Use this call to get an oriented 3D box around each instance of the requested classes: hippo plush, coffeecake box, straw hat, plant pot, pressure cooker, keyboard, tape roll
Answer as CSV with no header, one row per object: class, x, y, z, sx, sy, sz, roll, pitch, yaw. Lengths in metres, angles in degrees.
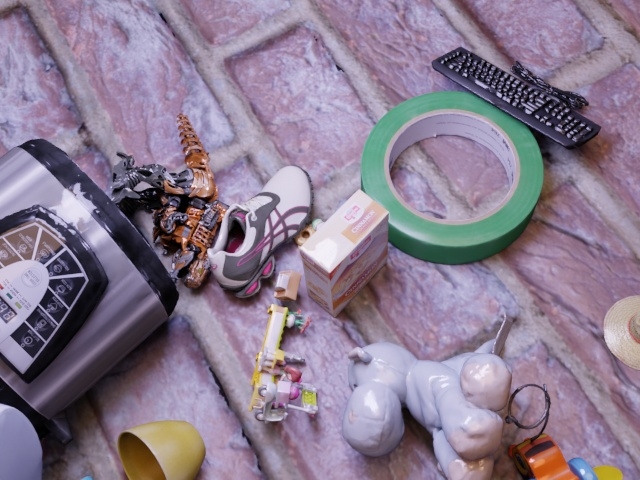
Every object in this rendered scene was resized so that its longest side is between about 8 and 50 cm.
hippo plush,0.151,0.220,1.271,0.236,0.234,0.294,11,65,8
coffeecake box,0.043,0.025,1.404,0.068,0.185,0.142,39,72,20
straw hat,0.541,0.140,1.385,0.144,0.061,0.145,-1,64,3
plant pot,-0.234,0.330,1.310,0.095,0.134,0.134,-27,62,-39
pressure cooker,-0.473,0.103,1.304,0.420,0.375,0.370,-42,50,-16
keyboard,0.378,-0.278,1.581,0.317,0.033,0.201,37,40,22
tape roll,0.232,-0.116,1.526,0.321,0.077,0.321,-1,64,3

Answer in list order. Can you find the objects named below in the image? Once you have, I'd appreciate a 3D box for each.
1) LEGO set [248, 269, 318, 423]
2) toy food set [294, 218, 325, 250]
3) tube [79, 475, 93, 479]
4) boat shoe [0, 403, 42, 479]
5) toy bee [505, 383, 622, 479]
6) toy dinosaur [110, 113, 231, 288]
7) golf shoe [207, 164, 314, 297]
LEGO set,-0.044,0.185,1.378,0.107,0.132,0.287,16,40,-7
toy food set,0.000,0.000,1.512,0.082,0.020,0.083,-24,64,-9
tube,-0.312,0.454,1.288,0.080,0.052,0.207,-38,73,-12
boat shoe,-0.475,0.363,1.190,0.156,0.367,0.136,11,37,14
toy bee,0.348,0.350,1.259,0.195,0.162,0.298,-2,88,-6
toy dinosaur,-0.260,-0.071,1.522,0.218,0.164,0.322,4,44,-11
golf shoe,-0.099,-0.035,1.473,0.105,0.120,0.273,11,61,30
